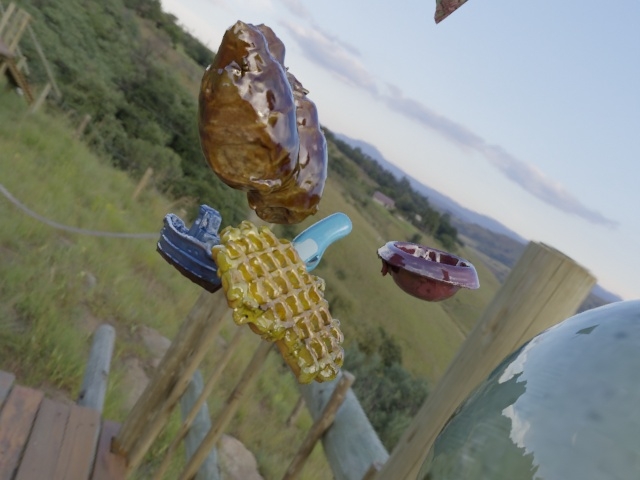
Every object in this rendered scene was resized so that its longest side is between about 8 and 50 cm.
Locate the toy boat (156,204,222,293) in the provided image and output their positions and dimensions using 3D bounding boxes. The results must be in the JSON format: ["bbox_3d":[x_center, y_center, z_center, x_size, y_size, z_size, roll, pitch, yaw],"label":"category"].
[{"bbox_3d":[-0.250,0.003,1.276,0.129,0.142,0.309,28,1,-44],"label":"toy boat"}]

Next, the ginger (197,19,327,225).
[{"bbox_3d":[-0.082,-0.197,1.003,0.152,0.274,0.357,6,-20,24],"label":"ginger"}]

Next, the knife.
[{"bbox_3d":[0.000,0.000,1.116,0.064,0.031,0.222,56,36,-3],"label":"knife"}]

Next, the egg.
[{"bbox_3d":[0.249,0.249,0.488,0.345,0.428,0.345,32,-16,11],"label":"egg"}]

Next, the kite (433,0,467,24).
[{"bbox_3d":[0.236,-0.497,1.209,0.156,0.139,0.011,12,40,13],"label":"kite"}]

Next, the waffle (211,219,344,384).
[{"bbox_3d":[-0.060,0.086,0.888,0.253,0.056,0.249,33,32,-44],"label":"waffle"}]

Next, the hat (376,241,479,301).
[{"bbox_3d":[0.202,0.066,1.167,0.205,0.089,0.205,14,11,-3],"label":"hat"}]
